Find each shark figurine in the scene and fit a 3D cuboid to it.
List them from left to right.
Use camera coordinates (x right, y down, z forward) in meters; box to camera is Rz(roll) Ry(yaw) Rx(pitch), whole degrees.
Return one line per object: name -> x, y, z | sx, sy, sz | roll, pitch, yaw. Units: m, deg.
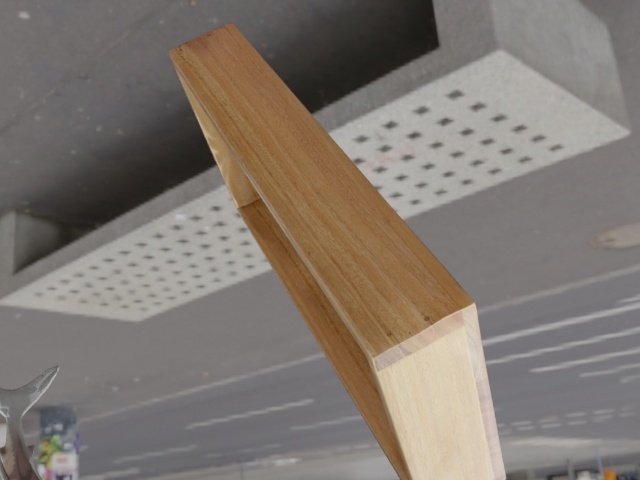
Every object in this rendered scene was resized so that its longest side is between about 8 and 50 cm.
shark figurine -> -0.340, 0.290, 1.001 | 0.116, 0.278, 0.166 | -2, 117, -22

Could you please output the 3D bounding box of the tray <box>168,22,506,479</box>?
tray -> 0.000, 0.000, 0.660 | 0.076, 0.411, 0.203 | -27, 134, -7
